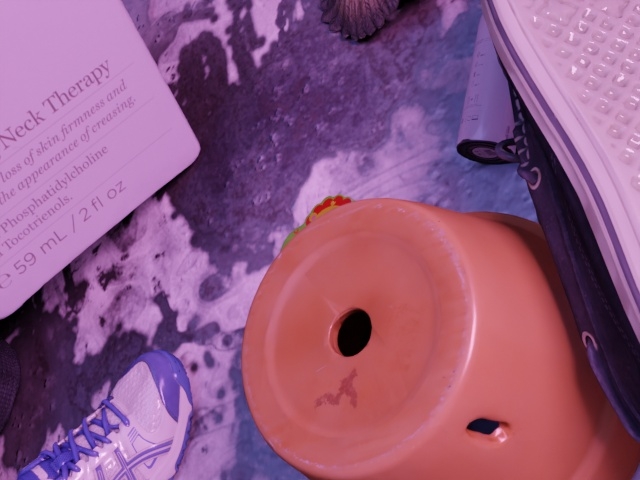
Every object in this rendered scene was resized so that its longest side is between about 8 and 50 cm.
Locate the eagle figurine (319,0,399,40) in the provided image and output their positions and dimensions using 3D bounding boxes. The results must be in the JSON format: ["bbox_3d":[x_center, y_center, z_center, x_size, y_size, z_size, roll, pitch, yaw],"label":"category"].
[{"bbox_3d":[0.073,-0.367,0.887,0.298,0.225,0.226,-24,67,17],"label":"eagle figurine"}]

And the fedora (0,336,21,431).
[{"bbox_3d":[-0.506,0.190,1.129,0.334,0.152,0.334,-20,58,36],"label":"fedora"}]

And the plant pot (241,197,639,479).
[{"bbox_3d":[0.079,0.093,0.660,0.291,0.203,0.291,-17,60,33],"label":"plant pot"}]

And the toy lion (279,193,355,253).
[{"bbox_3d":[0.000,0.000,0.885,0.100,0.034,0.096,-16,55,34],"label":"toy lion"}]

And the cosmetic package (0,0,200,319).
[{"bbox_3d":[-0.419,-0.190,0.995,0.329,0.393,0.327,-44,43,-21],"label":"cosmetic package"}]

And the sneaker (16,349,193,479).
[{"bbox_3d":[-0.243,0.247,0.906,0.112,0.131,0.296,21,83,45],"label":"sneaker"}]

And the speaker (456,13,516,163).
[{"bbox_3d":[0.163,-0.143,0.795,0.055,0.055,0.136,0,71,39],"label":"speaker"}]

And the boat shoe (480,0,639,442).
[{"bbox_3d":[0.215,-0.073,0.594,0.187,0.156,0.500,-8,62,-6],"label":"boat shoe"}]
